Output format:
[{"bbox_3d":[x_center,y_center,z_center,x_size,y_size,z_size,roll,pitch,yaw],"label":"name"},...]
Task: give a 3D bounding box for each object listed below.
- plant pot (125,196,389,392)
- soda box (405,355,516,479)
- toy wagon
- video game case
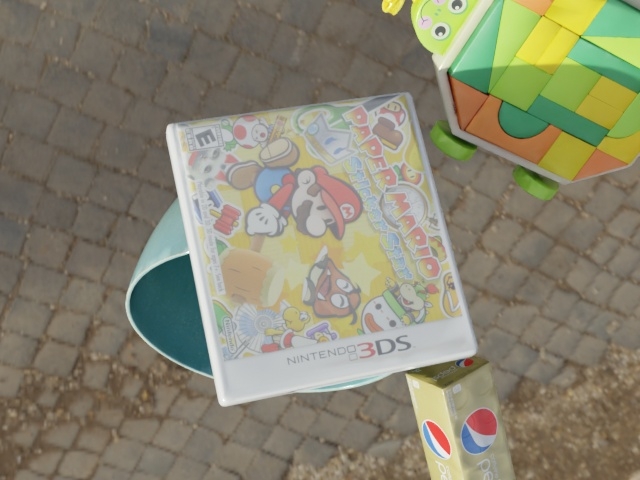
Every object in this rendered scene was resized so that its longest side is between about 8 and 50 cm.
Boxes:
[{"bbox_3d":[-0.039,0.007,1.051,0.290,0.195,0.290,4,146,3],"label":"plant pot"},{"bbox_3d":[0.138,0.199,0.959,0.061,0.058,0.181,-25,110,-27],"label":"soda box"},{"bbox_3d":[0.225,-0.192,1.085,0.344,0.068,0.267,22,120,-20],"label":"toy wagon"},{"bbox_3d":[0.000,0.000,0.799,0.206,0.227,0.026,-10,165,-13],"label":"video game case"}]
